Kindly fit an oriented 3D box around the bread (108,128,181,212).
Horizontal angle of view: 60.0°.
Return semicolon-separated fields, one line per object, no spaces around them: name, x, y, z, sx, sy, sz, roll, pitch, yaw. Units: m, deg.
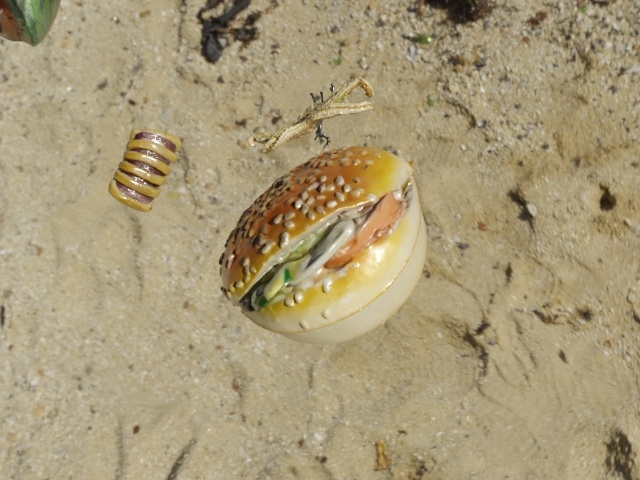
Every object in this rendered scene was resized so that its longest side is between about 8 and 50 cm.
bread;-0.469;-0.193;1.481;0.225;0.134;0.081;-66;25;2

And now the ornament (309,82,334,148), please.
ornament;0.010;-0.252;1.144;0.073;0.028;0.125;-5;86;47

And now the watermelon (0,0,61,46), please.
watermelon;-0.532;-0.465;0.951;0.319;0.222;0.292;-13;40;31

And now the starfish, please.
starfish;-0.023;-0.181;0.817;0.210;0.150;0.053;-14;107;32

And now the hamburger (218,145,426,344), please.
hamburger;0.003;-0.003;0.551;0.237;0.147;0.237;-27;33;19
